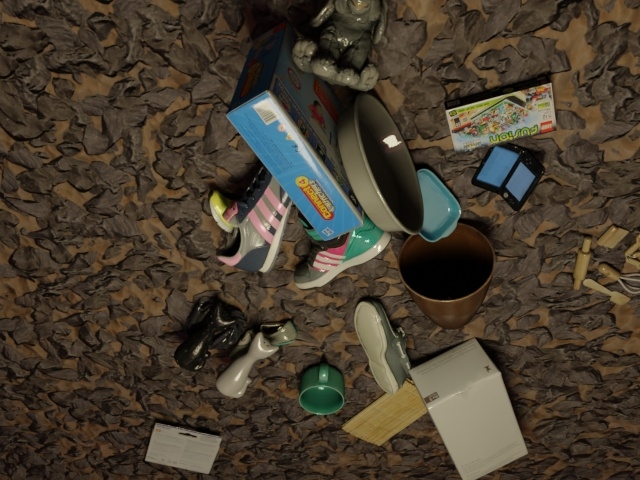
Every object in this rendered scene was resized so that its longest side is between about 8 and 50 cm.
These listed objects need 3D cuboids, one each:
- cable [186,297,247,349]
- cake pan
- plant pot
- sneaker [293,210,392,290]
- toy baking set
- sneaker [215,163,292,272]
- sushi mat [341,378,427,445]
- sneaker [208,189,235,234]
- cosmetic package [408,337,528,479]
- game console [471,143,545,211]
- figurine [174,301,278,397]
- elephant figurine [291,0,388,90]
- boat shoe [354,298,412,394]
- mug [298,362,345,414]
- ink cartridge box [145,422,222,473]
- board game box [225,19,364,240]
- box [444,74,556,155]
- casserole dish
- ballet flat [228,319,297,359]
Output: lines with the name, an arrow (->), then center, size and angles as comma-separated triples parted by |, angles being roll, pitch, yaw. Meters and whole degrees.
cable -> -0.284, 0.232, 1.755 | 0.151, 0.047, 0.184 | 18, 126, -17
cake pan -> 0.118, -0.142, 1.260 | 0.054, 0.293, 0.293 | -20, 125, 25
plant pot -> 0.303, 0.108, 1.528 | 0.215, 0.215, 0.230 | -8, 143, 10
sneaker -> 0.000, 0.000, 1.495 | 0.296, 0.123, 0.178 | -31, 112, 37
toy baking set -> 0.709, 0.070, 1.560 | 0.197, 0.030, 0.256 | 2, 129, 2
sneaker -> -0.138, -0.077, 1.393 | 0.131, 0.112, 0.319 | 7, 109, -22
sushi mat -> 0.215, 0.527, 1.971 | 0.151, 0.019, 0.316 | 30, 125, -21
sneaker -> -0.175, -0.053, 1.497 | 0.094, 0.081, 0.208 | -32, 126, 17
cosmetic package -> 0.416, 0.481, 1.804 | 0.217, 0.156, 0.385 | -25, 123, 0
game console -> 0.401, -0.137, 1.389 | 0.071, 0.107, 0.122 | -5, 136, -30
figurine -> -0.240, 0.285, 1.694 | 0.215, 0.092, 0.209 | 36, 115, -10
elephant figurine -> 0.060, -0.400, 1.153 | 0.169, 0.186, 0.239 | 7, 104, -45
boat shoe -> 0.176, 0.272, 1.740 | 0.099, 0.116, 0.319 | -33, 124, -25
mug -> 0.013, 0.410, 1.840 | 0.129, 0.097, 0.158 | 31, 124, -19
ink cartridge box -> -0.444, 0.664, 2.110 | 0.223, 0.045, 0.224 | 16, 127, -10
board game box -> -0.028, -0.208, 1.208 | 0.086, 0.302, 0.308 | -24, 123, 22
box -> 0.366, -0.252, 1.317 | 0.207, 0.036, 0.114 | -13, 127, 14
casserole dish -> 0.233, -0.080, 1.441 | 0.114, 0.037, 0.188 | -47, 117, 0
ballet flat -> -0.164, 0.265, 1.765 | 0.213, 0.072, 0.068 | -19, 98, 17
